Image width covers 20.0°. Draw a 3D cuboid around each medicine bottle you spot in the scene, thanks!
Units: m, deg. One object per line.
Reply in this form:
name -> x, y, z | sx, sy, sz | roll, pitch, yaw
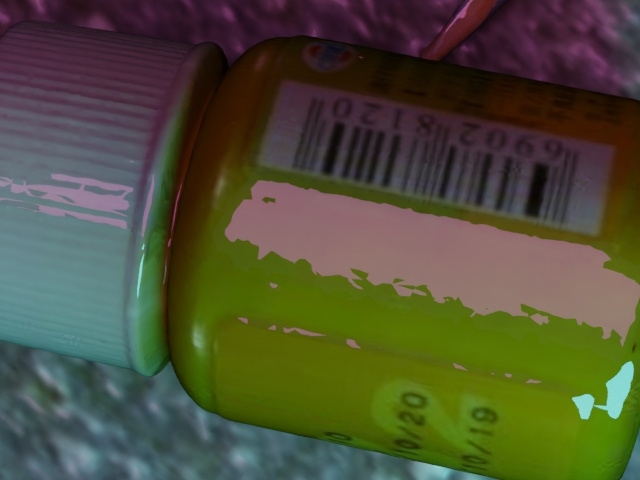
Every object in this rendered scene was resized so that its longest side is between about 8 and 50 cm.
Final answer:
medicine bottle -> 0.000, 0.000, 1.025 | 0.384, 0.224, 0.224 | 11, 94, 6

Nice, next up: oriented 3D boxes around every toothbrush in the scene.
toothbrush -> 0.191, -0.239, 1.088 | 0.375, 0.028, 0.037 | -44, 94, 7
